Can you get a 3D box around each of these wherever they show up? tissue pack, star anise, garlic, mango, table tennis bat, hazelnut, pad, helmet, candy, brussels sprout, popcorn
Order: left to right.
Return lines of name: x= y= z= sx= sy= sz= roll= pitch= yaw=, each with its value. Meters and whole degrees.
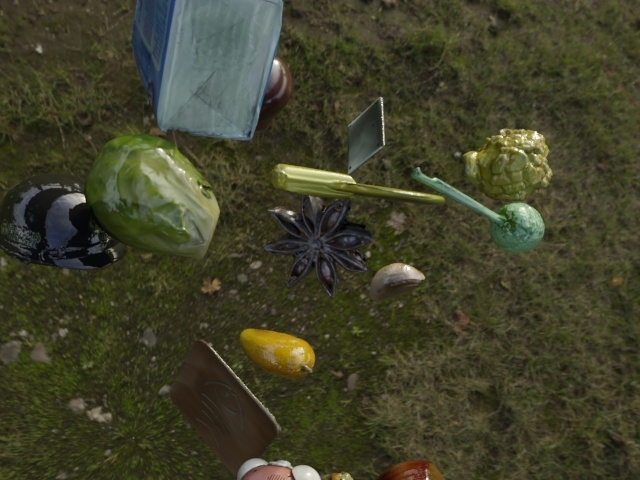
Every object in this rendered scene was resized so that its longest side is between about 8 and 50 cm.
helmet: x=-0.538 y=-0.054 z=1.227 sx=0.279 sy=0.160 sz=0.230 roll=16 pitch=20 yaw=19
brussels sprout: x=-0.312 y=-0.078 z=1.115 sx=0.271 sy=0.219 sz=0.210 roll=31 pitch=77 yaw=2
tissue pack: x=-0.164 y=-0.286 z=0.804 sx=0.146 sy=0.198 sz=0.263 roll=2 pitch=34 yaw=-28
pad: x=-0.236 y=0.400 z=1.380 sx=0.286 sy=0.284 sz=0.018 roll=44 pitch=41 yaw=14
helmet: x=-0.119 y=-0.322 z=1.231 sx=0.155 sy=0.106 sz=0.175 roll=40 pitch=53 yaw=-35
mango: x=-0.137 y=0.342 z=1.818 sx=0.177 sy=0.317 sz=0.119 roll=-5 pitch=108 yaw=-51
star anise: x=0.001 y=0.001 z=1.281 sx=0.223 sy=0.109 sz=0.236 roll=-32 pitch=90 yaw=15
table tennis bat: x=0.078 y=-0.103 z=1.191 sx=0.369 sy=0.224 sz=0.054 roll=7 pitch=95 yaw=-21
garlic: x=0.221 y=0.133 z=1.855 sx=0.101 sy=0.196 sz=0.087 roll=42 pitch=31 yaw=-25
hazelnut: x=0.208 y=0.611 z=1.319 sx=0.181 sy=0.181 sz=0.212 roll=28 pitch=26 yaw=-38
candy: x=0.340 y=-0.068 z=1.269 sx=0.440 sy=0.119 sz=0.119 roll=19 pitch=65 yaw=-38
popcorn: x=0.489 y=-0.198 z=1.540 sx=0.217 sy=0.235 sz=0.180 roll=-7 pitch=110 yaw=17

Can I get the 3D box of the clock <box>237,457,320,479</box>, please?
clock: x=-0.091 y=0.462 z=1.032 sx=0.166 sy=0.092 sz=0.162 roll=-3 pitch=44 yaw=27

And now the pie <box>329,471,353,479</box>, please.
pie: x=0.055 y=0.823 z=1.708 sx=0.086 sy=0.308 sz=0.308 roll=8 pitch=70 yaw=-2

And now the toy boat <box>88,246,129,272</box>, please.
toy boat: x=-0.627 y=0.005 z=1.746 sx=0.089 sy=0.321 sz=0.121 roll=23 pitch=105 yaw=-2

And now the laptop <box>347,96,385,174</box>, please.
laptop: x=0.158 y=-0.375 z=2.098 sx=0.015 sy=0.188 sz=0.269 roll=28 pitch=45 yaw=-29
